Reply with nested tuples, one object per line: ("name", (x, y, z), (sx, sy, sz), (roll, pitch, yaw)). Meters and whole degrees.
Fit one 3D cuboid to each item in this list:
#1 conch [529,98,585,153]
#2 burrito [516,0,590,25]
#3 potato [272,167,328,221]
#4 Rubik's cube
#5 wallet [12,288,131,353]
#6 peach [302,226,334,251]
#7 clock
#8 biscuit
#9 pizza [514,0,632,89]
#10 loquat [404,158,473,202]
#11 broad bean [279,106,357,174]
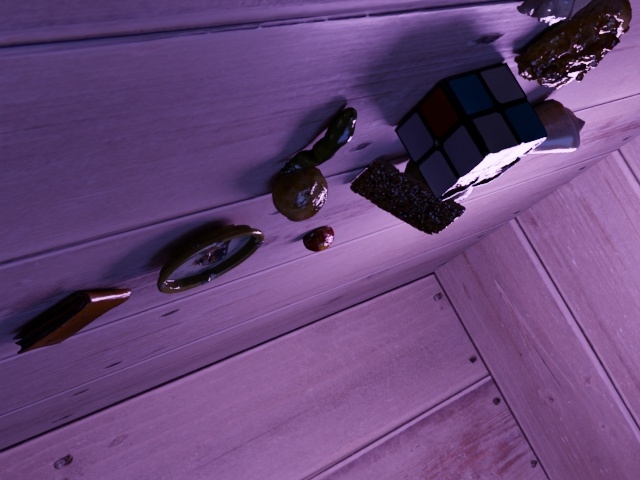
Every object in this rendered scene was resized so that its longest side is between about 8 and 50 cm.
("conch", (0.493, -0.265, 2.219), (0.255, 0.127, 0.158), (-3, -167, -15))
("burrito", (0.409, -0.408, 1.407), (0.082, 0.059, 0.275), (1, 152, -40))
("potato", (-0.037, -0.084, 1.758), (0.107, 0.080, 0.170), (-14, 169, -8))
("Rubik's cube", (0.278, -0.200, 1.763), (0.183, 0.167, 0.180), (-22, 167, -33))
("wallet", (-0.480, 0.147, 1.844), (0.195, 0.042, 0.161), (-33, 173, 16))
("peach", (0.000, 0.000, 2.338), (0.077, 0.050, 0.083), (-30, 173, 14))
("clock", (-0.222, 0.026, 1.872), (0.237, 0.057, 0.237), (-28, 167, -7))
("biscuit", (0.184, -0.087, 2.026), (0.131, 0.231, 0.025), (-41, -154, 51))
("pizza", (0.459, -0.346, 1.769), (0.226, 0.086, 0.335), (-27, 171, -13))
("loquat", (0.266, -0.140, 2.089), (0.195, 0.152, 0.152), (-16, 169, -1))
("broad bean", (0.010, -0.161, 1.600), (0.195, 0.046, 0.061), (-35, 170, 40))
